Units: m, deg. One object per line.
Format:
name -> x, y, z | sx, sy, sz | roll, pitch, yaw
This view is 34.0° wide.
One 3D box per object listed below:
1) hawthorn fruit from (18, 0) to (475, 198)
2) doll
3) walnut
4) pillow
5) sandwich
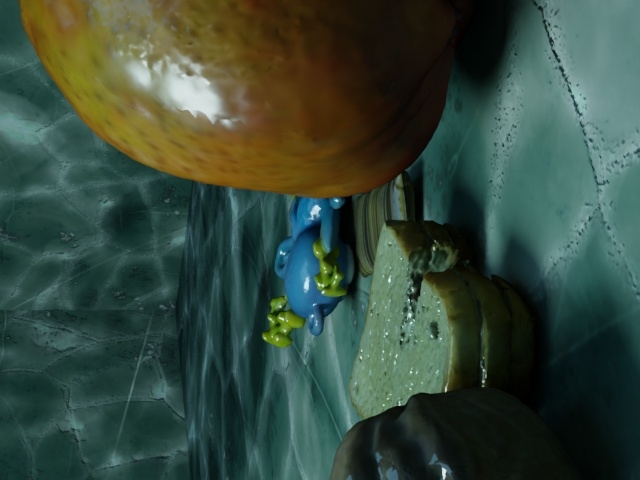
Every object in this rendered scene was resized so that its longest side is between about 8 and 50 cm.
hawthorn fruit -> -0.065, -0.273, 1.010 | 0.472, 0.471, 0.472 | -179, 90, -76
doll -> 0.000, 0.000, 1.555 | 0.346, 0.098, 0.341 | 118, 162, -52
walnut -> 0.108, 0.227, 0.822 | 0.224, 0.224, 0.224 | -179, 90, -76
pillow -> 0.079, -0.016, 1.309 | 0.203, 0.038, 0.113 | 157, 110, -75
sandwich -> 0.116, 0.123, 1.045 | 0.273, 0.095, 0.249 | -118, 36, -64
